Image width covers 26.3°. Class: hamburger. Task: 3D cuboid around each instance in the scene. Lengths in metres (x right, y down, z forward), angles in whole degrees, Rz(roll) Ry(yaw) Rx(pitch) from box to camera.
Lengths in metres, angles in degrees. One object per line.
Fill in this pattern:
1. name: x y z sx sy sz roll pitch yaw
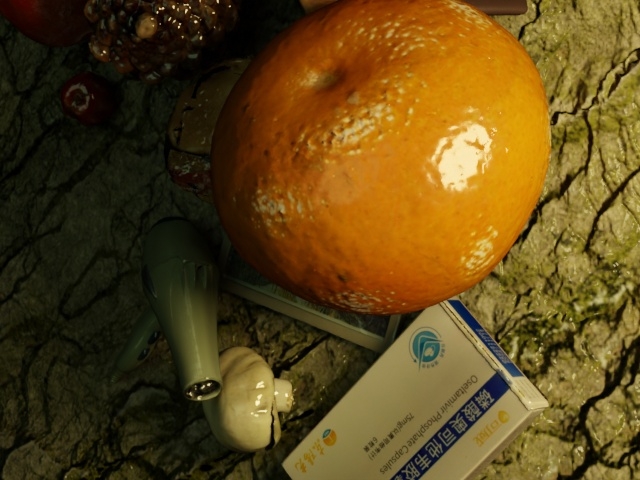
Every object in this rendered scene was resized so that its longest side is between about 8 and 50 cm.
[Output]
1. hamburger: -0.110 -0.150 1.921 0.231 0.107 0.231 -9 72 31

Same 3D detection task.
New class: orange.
1. orange: 0.079 -0.101 1.671 0.424 0.326 0.424 -17 46 19

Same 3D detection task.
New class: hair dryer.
1. hair dryer: -0.213 0.151 1.957 0.296 0.119 0.298 53 127 54

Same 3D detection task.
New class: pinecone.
1. pinecone: -0.212 -0.339 1.922 0.224 0.272 0.224 6 116 12

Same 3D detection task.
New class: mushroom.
1. mushroom: -0.101 0.224 1.924 0.154 0.123 0.154 170 90 -70

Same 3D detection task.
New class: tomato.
1. tomato: -0.413 -0.406 2.070 0.232 0.232 0.188 34 65 29

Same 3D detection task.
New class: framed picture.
1. framed picture: 0.000 0.000 1.918 0.324 0.020 0.240 22 101 31

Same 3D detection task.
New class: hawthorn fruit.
1. hawthorn fruit: -0.363 -0.219 2.115 0.093 0.093 0.093 -1 88 33

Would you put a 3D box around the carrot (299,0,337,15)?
1. carrot: 0.078 -0.358 1.802 0.225 0.159 0.159 -21 77 17

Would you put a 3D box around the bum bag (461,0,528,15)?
1. bum bag: 0.203 -0.362 1.752 0.026 0.109 0.159 148 113 -65

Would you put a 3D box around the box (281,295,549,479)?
1. box: 0.118 0.257 1.807 0.343 0.065 0.200 -50 64 22
